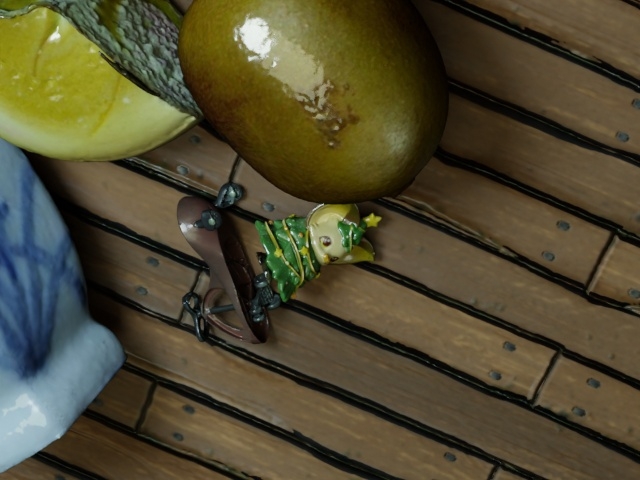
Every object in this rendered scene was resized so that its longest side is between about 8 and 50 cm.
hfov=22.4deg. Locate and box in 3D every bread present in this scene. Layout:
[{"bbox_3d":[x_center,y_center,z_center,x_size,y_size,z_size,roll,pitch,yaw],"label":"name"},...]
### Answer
[{"bbox_3d":[-0.227,-0.160,1.351,0.261,0.158,0.156,38,122,-24],"label":"bread"}]

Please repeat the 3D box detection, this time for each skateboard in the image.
[{"bbox_3d":[-0.092,0.029,1.448,0.080,0.067,0.151,-13,111,22],"label":"skateboard"}]

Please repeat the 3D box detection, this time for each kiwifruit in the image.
[{"bbox_3d":[0.000,-0.134,1.300,0.196,0.196,0.234,-35,97,18],"label":"kiwifruit"}]

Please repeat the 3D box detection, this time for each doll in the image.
[{"bbox_3d":[-0.007,-0.004,1.432,0.113,0.076,0.078,-33,131,-11],"label":"doll"}]

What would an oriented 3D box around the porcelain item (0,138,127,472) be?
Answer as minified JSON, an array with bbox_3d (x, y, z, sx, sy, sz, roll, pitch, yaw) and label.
[{"bbox_3d":[-0.348,-0.004,1.377,0.178,0.242,0.405,-28,106,35],"label":"porcelain item"}]
